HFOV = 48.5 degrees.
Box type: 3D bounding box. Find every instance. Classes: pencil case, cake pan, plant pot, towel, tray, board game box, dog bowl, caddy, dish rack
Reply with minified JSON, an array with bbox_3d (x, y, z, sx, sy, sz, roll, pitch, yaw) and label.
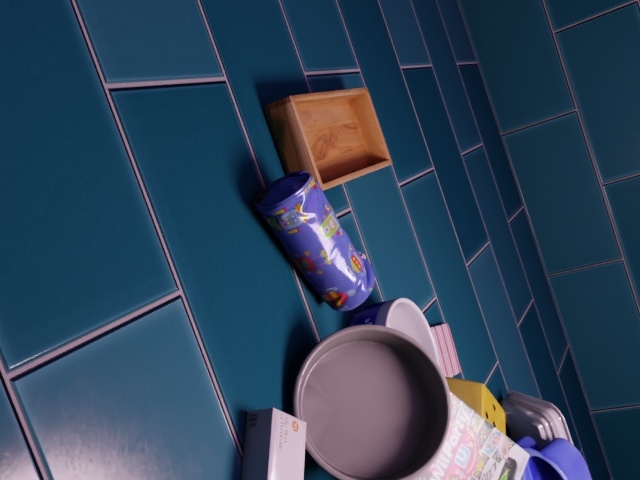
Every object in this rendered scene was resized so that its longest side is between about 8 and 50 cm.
[{"bbox_3d":[0.000,0.000,1.393,0.133,0.119,0.306,-52,124,-27],"label":"pencil case"},{"bbox_3d":[0.092,0.301,1.294,0.054,0.293,0.293,112,-23,-66],"label":"cake pan"},{"bbox_3d":[0.317,0.439,1.651,0.212,0.187,0.212,50,36,-35],"label":"plant pot"},{"bbox_3d":[0.320,0.299,1.896,0.197,0.029,0.144,1,75,-62],"label":"towel"},{"bbox_3d":[0.031,-0.233,1.618,0.411,0.076,0.202,-27,100,-60],"label":"tray"},{"bbox_3d":[0.254,0.448,1.410,0.303,0.097,0.224,39,64,-21],"label":"board game box"},{"bbox_3d":[0.162,0.264,1.557,0.265,0.104,0.264,36,46,-48],"label":"dog bowl"},{"bbox_3d":[0.616,0.707,1.962,0.179,0.241,0.341,-25,97,-42],"label":"caddy"},{"bbox_3d":[0.656,0.629,2.126,0.072,0.285,0.332,-21,96,-17],"label":"dish rack"}]

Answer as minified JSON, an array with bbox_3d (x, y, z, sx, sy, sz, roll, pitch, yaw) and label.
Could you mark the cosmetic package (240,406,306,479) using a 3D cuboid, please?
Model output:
[{"bbox_3d":[-0.075,0.396,1.124,0.099,0.060,0.239,40,43,-46],"label":"cosmetic package"}]
